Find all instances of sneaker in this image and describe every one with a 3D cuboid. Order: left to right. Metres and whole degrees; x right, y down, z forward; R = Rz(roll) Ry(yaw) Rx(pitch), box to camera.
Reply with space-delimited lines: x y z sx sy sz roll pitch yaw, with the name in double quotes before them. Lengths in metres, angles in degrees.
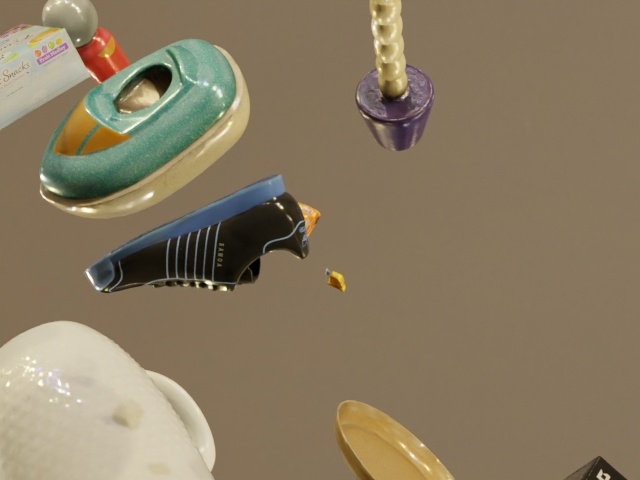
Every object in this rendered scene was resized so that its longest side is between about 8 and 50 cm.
"sneaker" -0.122 0.018 1.386 0.232 0.081 0.090 -24 -85 17

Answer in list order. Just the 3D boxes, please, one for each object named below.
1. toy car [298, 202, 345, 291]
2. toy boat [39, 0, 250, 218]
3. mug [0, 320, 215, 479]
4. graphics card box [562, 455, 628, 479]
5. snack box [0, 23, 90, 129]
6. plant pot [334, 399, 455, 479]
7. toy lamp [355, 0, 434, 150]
"toy car" 0.000 0.000 1.662 0.122 0.060 0.040 41 -17 21
"toy boat" -0.237 -0.170 1.614 0.267 0.318 0.148 -36 -47 1
"mug" -0.308 0.291 2.026 0.276 0.374 0.328 -50 -119 30
"graphics card box" 0.246 0.457 1.745 0.094 0.371 0.233 40 -40 2
"snack box" -0.383 -0.183 1.627 0.207 0.174 0.070 21 -38 61
"plant pot" 0.102 0.301 1.791 0.236 0.236 0.032 42 -75 0
"toy lamp" 0.063 -0.183 1.282 0.080 0.080 0.275 15 -30 18
